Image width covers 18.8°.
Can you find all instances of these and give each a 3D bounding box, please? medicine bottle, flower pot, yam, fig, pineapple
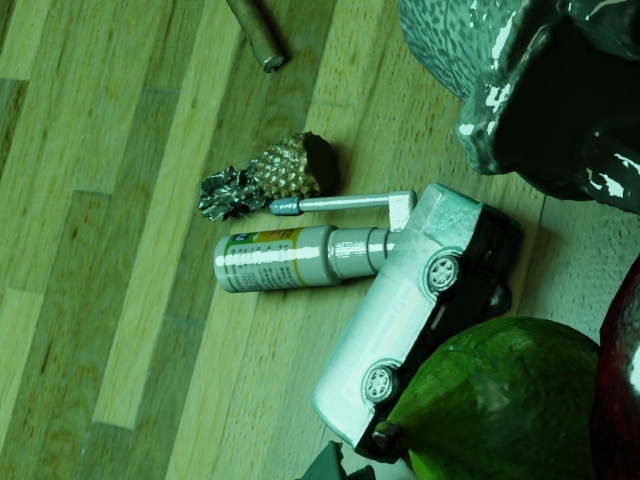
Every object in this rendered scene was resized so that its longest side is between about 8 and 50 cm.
[{"bbox_3d":[0.000,0.000,1.927,0.220,0.061,0.092,-5,87,28],"label":"medicine bottle"},{"bbox_3d":[0.222,-0.171,1.681,0.299,0.299,0.283,-56,44,8],"label":"flower pot"},{"bbox_3d":[-0.076,-0.240,2.097,0.032,0.032,0.145,-42,55,19],"label":"yam"},{"bbox_3d":[0.145,0.151,1.659,0.203,0.235,0.203,-16,65,38],"label":"fig"},{"bbox_3d":[-0.061,-0.059,1.999,0.159,0.074,0.074,-20,63,34],"label":"pineapple"}]

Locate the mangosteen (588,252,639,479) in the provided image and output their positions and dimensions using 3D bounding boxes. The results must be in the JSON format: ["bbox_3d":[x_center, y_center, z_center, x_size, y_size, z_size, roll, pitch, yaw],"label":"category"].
[{"bbox_3d":[0.390,0.112,1.402,0.380,0.421,0.381,0,89,15],"label":"mangosteen"}]

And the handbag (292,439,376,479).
[{"bbox_3d":[-0.056,0.363,1.781,0.326,0.089,0.238,-47,26,19],"label":"handbag"}]

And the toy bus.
[{"bbox_3d":[0.091,0.078,1.819,0.109,0.091,0.262,33,94,40],"label":"toy bus"}]
